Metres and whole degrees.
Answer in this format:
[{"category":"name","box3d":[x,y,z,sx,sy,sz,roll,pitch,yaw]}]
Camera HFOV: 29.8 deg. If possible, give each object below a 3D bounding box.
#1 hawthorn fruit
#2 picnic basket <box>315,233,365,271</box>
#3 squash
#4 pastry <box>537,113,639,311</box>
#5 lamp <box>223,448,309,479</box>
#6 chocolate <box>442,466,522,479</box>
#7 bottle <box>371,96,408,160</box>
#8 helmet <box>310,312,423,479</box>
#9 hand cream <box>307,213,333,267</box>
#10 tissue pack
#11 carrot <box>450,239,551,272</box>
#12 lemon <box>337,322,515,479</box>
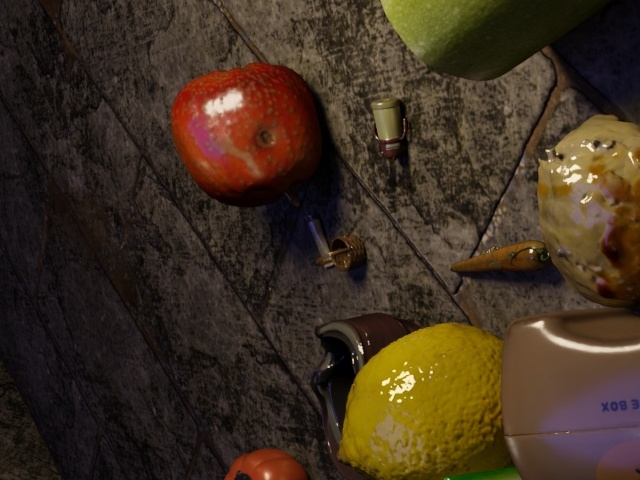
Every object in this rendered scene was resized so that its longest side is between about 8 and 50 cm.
[{"category":"hawthorn fruit","box3d":[-0.122,-0.181,2.132,0.299,0.275,0.275,58,146,5]},{"category":"picnic basket","box3d":[0.031,0.025,2.134,0.072,0.083,0.072,31,128,49]},{"category":"squash","box3d":[0.263,-0.383,1.443,0.384,0.263,0.263,-31,76,56]},{"category":"pastry","box3d":[0.372,-0.018,1.507,0.237,0.170,0.256,24,127,55]},{"category":"lamp","box3d":[-0.105,0.523,2.482,0.188,0.164,0.187,-14,70,44]},{"category":"chocolate","box3d":[0.350,0.425,1.568,0.341,0.360,0.161,27,112,50]},{"category":"bottle","box3d":[0.113,-0.181,1.964,0.063,0.047,0.101,-158,54,-65]},{"category":"helmet","box3d":[0.104,0.253,2.029,0.225,0.177,0.305,48,146,46]},{"category":"hand cream","box3d":[0.000,0.000,2.237,0.035,0.022,0.102,-21,90,58]},{"category":"tissue pack","box3d":[0.413,0.197,1.366,0.387,0.267,0.276,-11,84,35]},{"category":"carrot","box3d":[0.266,0.032,1.814,0.254,0.049,0.049,-14,91,62]},{"category":"lemon","box3d":[0.178,0.263,1.781,0.268,0.322,0.268,57,173,12]}]
